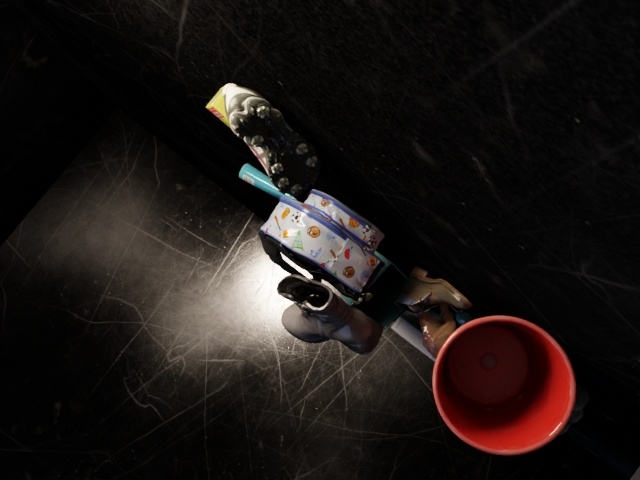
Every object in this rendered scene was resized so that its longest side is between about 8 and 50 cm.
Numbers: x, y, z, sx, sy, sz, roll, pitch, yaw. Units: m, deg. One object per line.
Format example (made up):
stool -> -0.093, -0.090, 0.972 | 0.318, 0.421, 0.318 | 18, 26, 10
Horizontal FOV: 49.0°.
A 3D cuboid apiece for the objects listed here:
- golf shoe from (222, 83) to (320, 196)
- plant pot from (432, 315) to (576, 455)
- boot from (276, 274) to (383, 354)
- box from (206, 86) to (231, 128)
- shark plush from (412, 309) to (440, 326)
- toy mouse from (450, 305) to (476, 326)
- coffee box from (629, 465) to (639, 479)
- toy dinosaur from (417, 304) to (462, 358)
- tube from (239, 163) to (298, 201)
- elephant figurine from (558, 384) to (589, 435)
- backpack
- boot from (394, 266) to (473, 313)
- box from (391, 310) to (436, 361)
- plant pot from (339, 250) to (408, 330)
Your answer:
golf shoe -> -0.089, -0.193, 1.332 | 0.120, 0.105, 0.273 | 54, 180, 41
plant pot -> 0.363, 0.276, 1.462 | 0.275, 0.275, 0.243 | 38, -175, 4
boot -> -0.027, 0.150, 1.651 | 0.338, 0.118, 0.223 | 0, 147, 50
box -> -0.121, -0.217, 1.427 | 0.232, 0.058, 0.087 | 40, 175, -20
shark plush -> 0.332, 0.219, 2.296 | 0.161, 0.073, 0.067 | 52, 157, 31
toy mouse -> 0.390, 0.219, 1.868 | 0.143, 0.031, 0.161 | 37, 175, 11
coffee box -> 0.781, 0.661, 1.363 | 0.338, 0.337, 0.334 | 39, 176, -13
toy dinosaur -> 0.318, 0.270, 1.740 | 0.296, 0.200, 0.127 | 40, 157, -5
tube -> -0.155, -0.166, 2.175 | 0.207, 0.052, 0.080 | 32, 178, 11
elephant figurine -> 0.493, 0.340, 1.662 | 0.239, 0.170, 0.186 | 54, 156, 39
backpack -> 0.000, 0.000, 1.644 | 0.263, 0.213, 0.277 | 27, 174, -29
boot -> 0.264, 0.144, 1.662 | 0.082, 0.106, 0.219 | 41, 174, -29
box -> 0.369, 0.328, 2.406 | 0.232, 0.058, 0.322 | 37, -172, 11
plant pot -> 0.128, 0.108, 2.021 | 0.166, 0.165, 0.234 | 43, -179, -40
